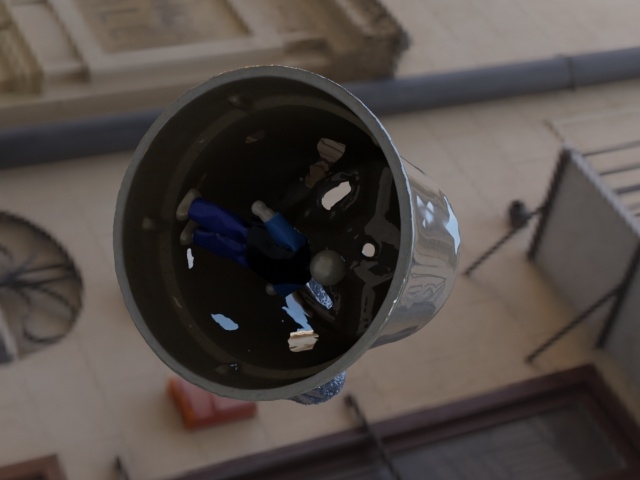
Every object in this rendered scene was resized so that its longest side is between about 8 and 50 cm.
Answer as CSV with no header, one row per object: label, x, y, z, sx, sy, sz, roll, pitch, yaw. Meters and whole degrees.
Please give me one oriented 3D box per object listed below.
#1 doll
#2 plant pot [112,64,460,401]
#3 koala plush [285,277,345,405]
doll,-0.060,0.004,1.500,0.189,0.046,0.129,22,-40,22
plant pot,0.000,0.000,1.565,0.333,0.305,0.334,-2,-94,26
koala plush,-0.036,0.101,2.032,0.196,0.203,0.221,55,49,-57
